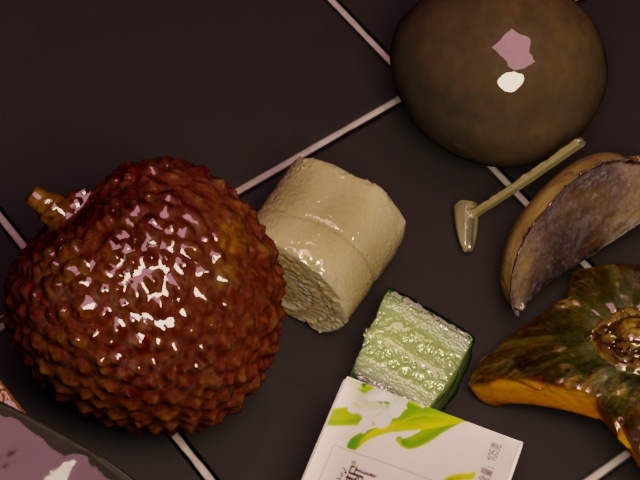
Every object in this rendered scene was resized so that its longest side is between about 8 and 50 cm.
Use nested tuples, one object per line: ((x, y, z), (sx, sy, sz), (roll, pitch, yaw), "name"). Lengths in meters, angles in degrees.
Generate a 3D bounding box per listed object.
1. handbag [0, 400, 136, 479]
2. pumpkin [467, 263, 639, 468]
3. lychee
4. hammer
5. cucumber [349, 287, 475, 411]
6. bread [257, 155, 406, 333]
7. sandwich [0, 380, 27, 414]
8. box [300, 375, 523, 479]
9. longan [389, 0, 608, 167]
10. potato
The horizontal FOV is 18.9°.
((-0.302, 0.283, 1.830), (0.247, 0.080, 0.223), (29, 71, 4), "handbag")
((0.344, 0.129, 2.032), (0.258, 0.095, 0.290), (33, 49, 29), "pumpkin")
((-0.176, 0.055, 1.916), (0.304, 0.275, 0.276), (45, 57, -14), "lychee")
((0.216, -0.054, 2.093), (0.028, 0.195, 0.060), (23, 48, -32), "hammer")
((0.090, 0.129, 2.022), (0.115, 0.062, 0.116), (28, 65, 14), "cucumber")
((0.000, 0.000, 2.054), (0.148, 0.134, 0.141), (34, 59, 3), "bread")
((-0.396, 0.154, 1.930), (0.244, 0.090, 0.088), (10, 58, 0), "sandwich")
((0.065, 0.290, 1.877), (0.194, 0.111, 0.260), (19, 58, 6), "box")
((0.198, -0.196, 2.167), (0.248, 0.248, 0.248), (3, 56, -5), "longan")
((0.265, -0.037, 2.108), (0.261, 0.120, 0.100), (-30, 32, -27), "potato")
